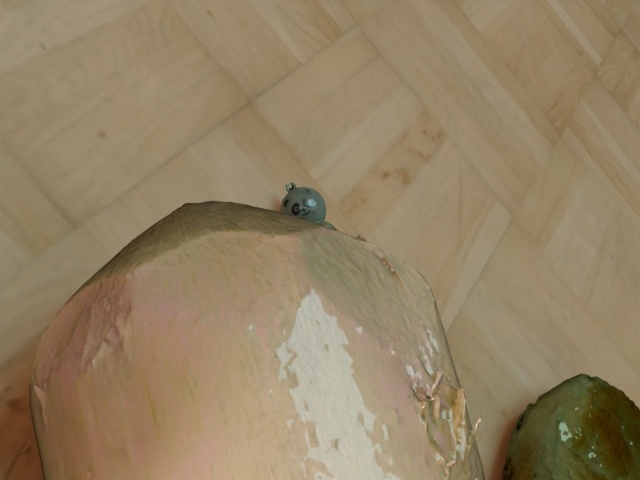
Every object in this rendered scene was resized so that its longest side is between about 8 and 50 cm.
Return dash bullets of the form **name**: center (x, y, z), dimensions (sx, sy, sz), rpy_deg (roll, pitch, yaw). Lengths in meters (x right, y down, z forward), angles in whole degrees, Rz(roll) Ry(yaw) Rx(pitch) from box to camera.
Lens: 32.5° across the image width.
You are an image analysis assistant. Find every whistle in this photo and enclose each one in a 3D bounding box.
- **whistle**: center (0.000, 0.000, 0.820), dimensions (0.035, 0.035, 0.100), rpy_deg (-16, 75, -55)

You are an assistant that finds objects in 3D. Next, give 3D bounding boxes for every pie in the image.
- **pie**: center (0.259, 0.251, 0.878), dimensions (0.296, 0.078, 0.371), rpy_deg (54, 32, -1)

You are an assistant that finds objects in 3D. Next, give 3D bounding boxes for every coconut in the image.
- **coconut**: center (-0.036, 0.086, 0.542), dimensions (0.224, 0.224, 0.234), rpy_deg (10, 65, -46)
